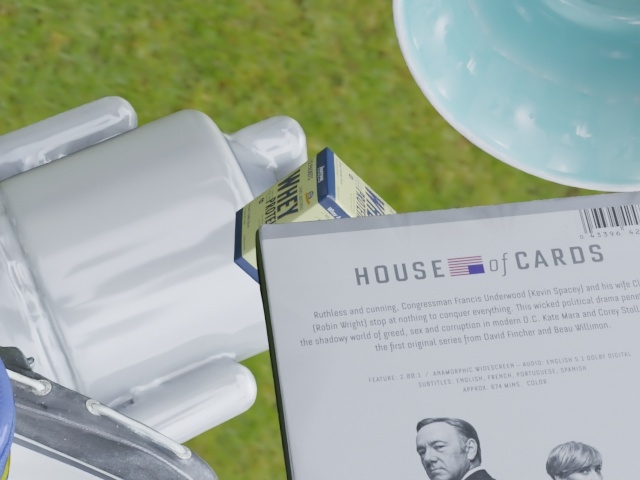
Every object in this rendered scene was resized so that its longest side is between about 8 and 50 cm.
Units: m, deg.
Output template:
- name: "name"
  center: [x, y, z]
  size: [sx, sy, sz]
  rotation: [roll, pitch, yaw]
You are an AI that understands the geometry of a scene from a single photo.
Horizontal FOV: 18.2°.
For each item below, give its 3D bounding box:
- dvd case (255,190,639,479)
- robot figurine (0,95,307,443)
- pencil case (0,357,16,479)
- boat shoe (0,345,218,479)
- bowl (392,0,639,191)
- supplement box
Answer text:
- name: "dvd case"
  center: [0.076, 0.087, 0.777]
  size: [0.179, 0.239, 0.030]
  rotation: [-5, 144, -6]
- name: "robot figurine"
  center: [-0.159, 0.027, 1.544]
  size: [0.353, 0.300, 0.200]
  rotation: [-21, 153, -8]
- name: "pencil case"
  center: [-0.190, 0.152, 0.746]
  size: [0.119, 0.133, 0.306]
  rotation: [-34, 151, -42]
- name: "boat shoe"
  center: [-0.204, 0.107, 1.172]
  size: [0.102, 0.301, 0.108]
  rotation: [-59, 167, -45]
- name: "bowl"
  center: [0.223, -0.205, 1.497]
  size: [0.163, 0.311, 0.312]
  rotation: [-68, 151, -46]
- name: "supplement box"
  center: [0.000, 0.000, 1.329]
  size: [0.083, 0.056, 0.083]
  rotation: [-35, 121, 23]
